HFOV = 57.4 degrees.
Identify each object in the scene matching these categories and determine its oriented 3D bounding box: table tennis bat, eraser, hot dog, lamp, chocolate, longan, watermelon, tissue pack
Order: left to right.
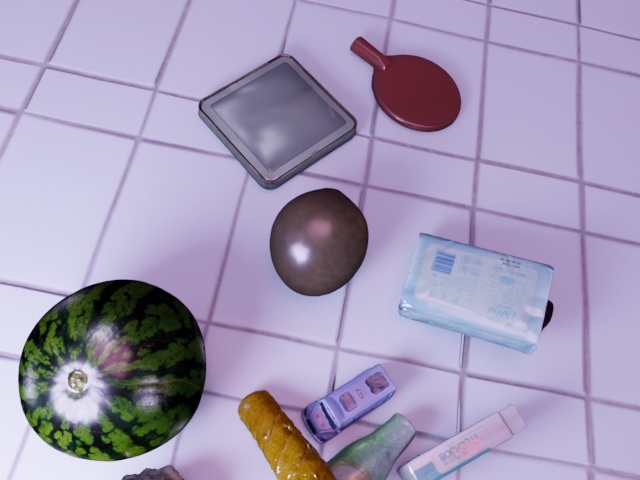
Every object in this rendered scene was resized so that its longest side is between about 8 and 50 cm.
[{"bbox_3d":[-0.322,0.204,0.932,0.286,0.285,0.284,3,65,-6],"label":"watermelon"},{"bbox_3d":[-0.094,-0.271,1.299,0.269,0.047,0.266,-36,75,-21],"label":"lamp"},{"bbox_3d":[-0.051,0.351,0.953,0.088,0.061,0.286,-41,47,-15],"label":"hot dog"},{"bbox_3d":[0.000,0.000,1.114,0.198,0.198,0.212,42,66,11],"label":"longan"},{"bbox_3d":[0.046,0.406,0.984,0.291,0.110,0.110,-36,75,-23],"label":"chocolate"},{"bbox_3d":[0.198,-0.380,1.393,0.310,0.038,0.200,42,67,11],"label":"table tennis bat"},{"bbox_3d":[0.246,0.366,1.027,0.225,0.095,0.052,-22,67,-16],"label":"eraser"},{"bbox_3d":[0.298,0.101,1.137,0.264,0.089,0.177,15,64,13],"label":"tissue pack"}]

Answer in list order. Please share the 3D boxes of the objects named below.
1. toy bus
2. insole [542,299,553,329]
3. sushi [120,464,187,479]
[{"bbox_3d":[0.050,0.289,1.046,0.168,0.076,0.073,-28,72,-19],"label":"toy bus"},{"bbox_3d":[0.439,0.173,1.193,0.045,0.002,0.135,32,65,9],"label":"insole"},{"bbox_3d":[-0.308,0.454,0.862,0.139,0.184,0.274,41,68,13],"label":"sushi"}]
